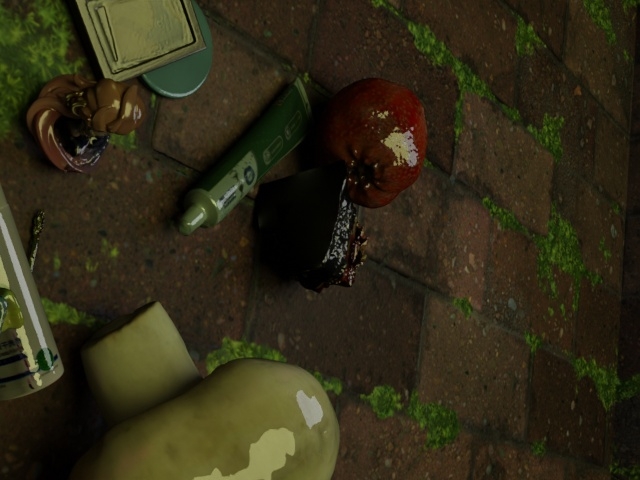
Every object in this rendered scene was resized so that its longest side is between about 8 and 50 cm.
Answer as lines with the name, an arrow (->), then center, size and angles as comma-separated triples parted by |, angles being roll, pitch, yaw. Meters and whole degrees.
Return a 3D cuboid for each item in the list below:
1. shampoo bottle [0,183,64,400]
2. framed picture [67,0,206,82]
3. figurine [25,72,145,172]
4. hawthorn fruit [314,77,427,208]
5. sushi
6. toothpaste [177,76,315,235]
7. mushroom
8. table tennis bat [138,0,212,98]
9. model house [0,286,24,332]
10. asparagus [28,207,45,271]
shampoo bottle -> -0.375, 0.024, 1.037 | 0.092, 0.092, 0.304 | -30, 111, -49
framed picture -> -0.244, -0.293, 1.252 | 0.168, 0.023, 0.128 | -31, 114, -33
figurine -> -0.285, -0.158, 1.136 | 0.126, 0.157, 0.114 | -22, 83, -46
hawthorn fruit -> 0.091, -0.179, 1.579 | 0.205, 0.205, 0.253 | 62, 30, -28
sushi -> 0.000, 0.000, 1.485 | 0.150, 0.153, 0.172 | 55, 22, -58
toothpaste -> -0.108, -0.125, 1.421 | 0.392, 0.061, 0.099 | -53, 134, -46
mushroom -> -0.151, 0.262, 1.117 | 0.325, 0.353, 0.353 | -105, 177, -71
table tennis bat -> -0.224, -0.321, 1.306 | 0.153, 0.040, 0.244 | -34, 115, -42
model house -> -0.395, 0.119, 0.907 | 0.189, 0.214, 0.195 | -46, 120, -45
asparagus -> -0.355, 0.040, 1.126 | 0.016, 0.013, 0.166 | 41, 56, -63
